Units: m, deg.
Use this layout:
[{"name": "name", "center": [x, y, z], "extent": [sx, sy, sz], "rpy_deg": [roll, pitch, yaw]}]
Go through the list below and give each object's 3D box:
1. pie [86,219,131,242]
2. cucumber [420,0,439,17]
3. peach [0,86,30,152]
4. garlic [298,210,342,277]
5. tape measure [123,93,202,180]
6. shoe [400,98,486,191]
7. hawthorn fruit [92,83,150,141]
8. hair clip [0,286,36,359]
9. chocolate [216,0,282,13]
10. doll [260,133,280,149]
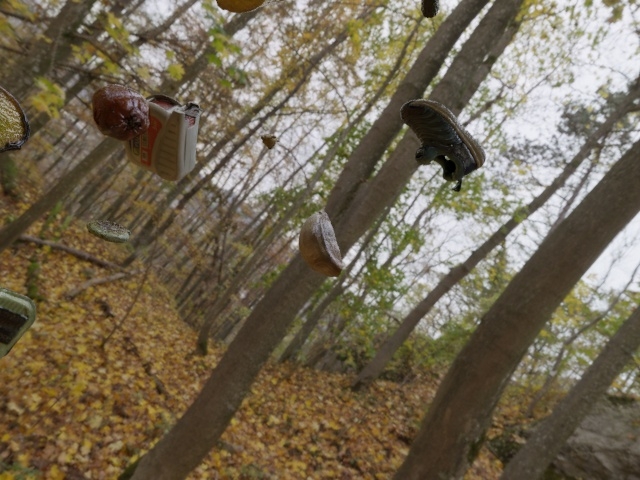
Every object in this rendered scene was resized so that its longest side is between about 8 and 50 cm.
[{"name": "pie", "center": [-0.399, -0.019, 0.846], "extent": [0.084, 0.020, 0.084], "rpy_deg": [23, 10, -4]}, {"name": "cucumber", "center": [0.298, -0.681, 1.202], "extent": [0.058, 0.058, 0.187], "rpy_deg": [43, -3, 15]}, {"name": "peach", "center": [-0.928, -0.347, 1.198], "extent": [0.068, 0.189, 0.279], "rpy_deg": [2, -34, 31]}, {"name": "garlic", "center": [-0.008, 0.003, 1.186], "extent": [0.101, 0.087, 0.196], "rpy_deg": [16, 46, -40]}, {"name": "tape measure", "center": [-0.510, -0.342, 1.456], "extent": [0.264, 0.130, 0.258], "rpy_deg": [24, -52, 9]}, {"name": "shoe", "center": [0.237, -0.197, 0.912], "extent": [0.207, 0.106, 0.091], "rpy_deg": [45, -8, -7]}, {"name": "hawthorn fruit", "center": [-0.544, -0.352, 1.210], "extent": [0.172, 0.148, 0.148], "rpy_deg": [44, -5, 25]}, {"name": "hair clip", "center": [-0.594, 0.222, 0.712], "extent": [0.091, 0.322, 0.138], "rpy_deg": [9, -24, 29]}, {"name": "chocolate", "center": [-0.096, -0.447, 0.704], "extent": [0.162, 0.162, 0.446], "rpy_deg": [47, 30, -31]}, {"name": "doll", "center": [-0.166, -0.337, 1.495], "extent": [0.093, 0.061, 0.051], "rpy_deg": [-95, 179, -60]}]
